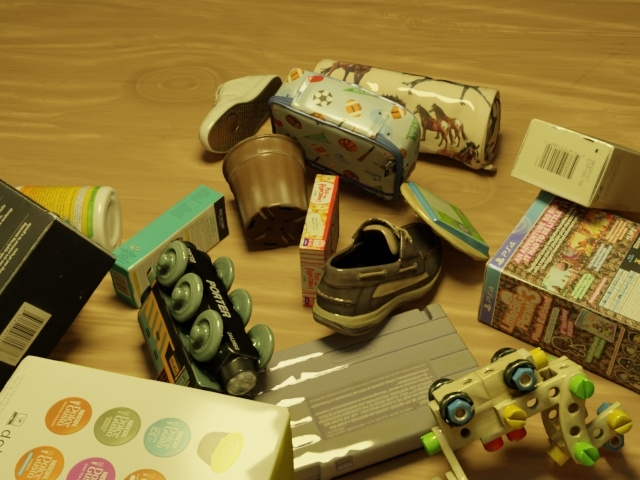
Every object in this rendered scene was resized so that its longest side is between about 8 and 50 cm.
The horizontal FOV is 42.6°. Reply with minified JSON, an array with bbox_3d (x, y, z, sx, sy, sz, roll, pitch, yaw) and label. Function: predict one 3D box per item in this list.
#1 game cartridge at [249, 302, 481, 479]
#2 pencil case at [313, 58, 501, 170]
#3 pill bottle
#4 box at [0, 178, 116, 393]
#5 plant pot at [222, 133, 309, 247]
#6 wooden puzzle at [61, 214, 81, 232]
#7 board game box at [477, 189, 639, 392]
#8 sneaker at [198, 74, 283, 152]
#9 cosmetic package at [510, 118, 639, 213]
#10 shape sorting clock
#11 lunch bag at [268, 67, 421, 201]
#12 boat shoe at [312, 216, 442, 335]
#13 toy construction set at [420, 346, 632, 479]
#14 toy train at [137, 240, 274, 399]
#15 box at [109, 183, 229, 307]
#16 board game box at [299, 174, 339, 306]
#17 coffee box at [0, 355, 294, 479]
[{"bbox_3d":[0.074,0.237,1.278,0.355,0.068,0.230,-15,49,-14],"label":"game cartridge"},{"bbox_3d":[0.179,-0.259,1.723,0.410,0.183,0.160,13,17,14],"label":"pencil case"},{"bbox_3d":[-0.505,-0.033,1.518,0.246,0.136,0.136,1,44,2],"label":"pill bottle"},{"bbox_3d":[-0.561,0.069,1.290,0.312,0.179,0.343,29,80,27],"label":"box"},{"bbox_3d":[-0.094,-0.086,1.555,0.167,0.167,0.165,-8,51,-7],"label":"plant pot"},{"bbox_3d":[-0.450,-0.012,1.433,0.049,0.006,0.083,-44,69,-7],"label":"wooden puzzle"},{"bbox_3d":[0.449,0.075,1.373,0.291,0.141,0.232,25,50,25],"label":"board game box"},{"bbox_3d":[-0.200,-0.280,1.806,0.123,0.105,0.290,11,37,26],"label":"sneaker"},{"bbox_3d":[0.495,-0.130,1.491,0.160,0.113,0.309,29,16,36],"label":"cosmetic package"},{"bbox_3d":[0.225,-0.032,1.491,0.206,0.040,0.206,32,19,-12],"label":"shape sorting clock"},{"bbox_3d":[0.050,-0.194,1.592,0.303,0.243,0.115,27,68,12],"label":"lunch bag"},{"bbox_3d":[0.116,0.034,1.392,0.132,0.130,0.355,18,30,25],"label":"boat shoe"},{"bbox_3d":[0.271,0.276,1.158,0.328,0.215,0.151,-29,13,-18],"label":"toy construction set"},{"bbox_3d":[-0.199,0.144,1.294,0.142,0.190,0.334,21,23,-40],"label":"toy train"},{"bbox_3d":[-0.273,0.007,1.496,0.060,0.100,0.244,27,50,27],"label":"box"},{"bbox_3d":[0.000,0.000,1.463,0.045,0.146,0.193,5,45,7],"label":"board game box"},{"bbox_3d":[-0.223,0.386,0.927,0.334,0.338,0.337,10,45,11],"label":"coffee box"}]
